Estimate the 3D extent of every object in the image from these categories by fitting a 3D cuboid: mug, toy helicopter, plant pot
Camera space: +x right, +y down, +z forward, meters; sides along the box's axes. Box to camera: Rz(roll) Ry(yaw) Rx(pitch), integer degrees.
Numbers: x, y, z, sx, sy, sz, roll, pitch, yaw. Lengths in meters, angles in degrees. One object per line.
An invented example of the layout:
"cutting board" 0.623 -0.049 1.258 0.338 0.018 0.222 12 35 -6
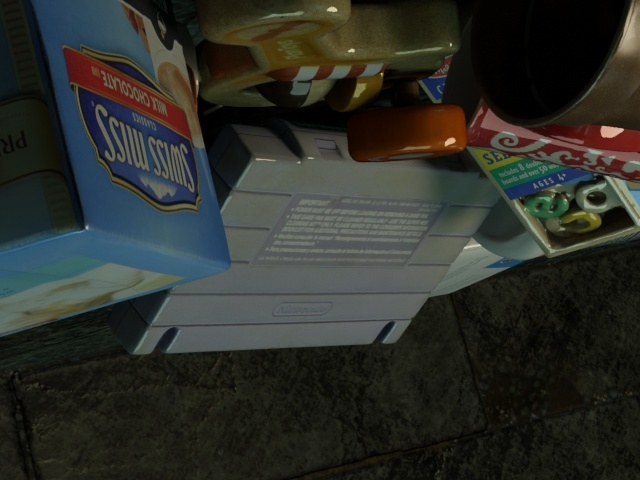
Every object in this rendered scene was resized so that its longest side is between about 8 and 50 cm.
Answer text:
"mug" 0.189 -0.093 1.150 0.169 0.150 0.113 14 135 -13
"toy helicopter" -0.031 -0.124 0.933 0.235 0.140 0.355 -5 178 5
"plant pot" 0.215 -0.141 1.023 0.165 0.167 0.167 11 159 -30

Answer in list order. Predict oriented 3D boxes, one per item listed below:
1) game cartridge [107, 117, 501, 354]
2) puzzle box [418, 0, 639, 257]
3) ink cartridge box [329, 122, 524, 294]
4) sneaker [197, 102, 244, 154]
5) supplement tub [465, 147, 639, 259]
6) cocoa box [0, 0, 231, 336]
"game cartridge" 0.000 0.000 1.365 0.355 0.068 0.230 2 125 -48
"puzzle box" 0.308 -0.138 1.225 0.409 0.052 0.272 -19 131 28
"ink cartridge box" 0.044 -0.020 1.681 0.395 0.166 0.285 -9 169 -33
"sneaker" -0.127 -0.085 1.243 0.163 0.086 0.226 -14 170 -19
"supplement tub" 0.278 -0.090 1.536 0.272 0.191 0.191 -9 170 -32
"cocoa box" -0.253 -0.052 0.741 0.347 0.228 0.231 -16 172 10
